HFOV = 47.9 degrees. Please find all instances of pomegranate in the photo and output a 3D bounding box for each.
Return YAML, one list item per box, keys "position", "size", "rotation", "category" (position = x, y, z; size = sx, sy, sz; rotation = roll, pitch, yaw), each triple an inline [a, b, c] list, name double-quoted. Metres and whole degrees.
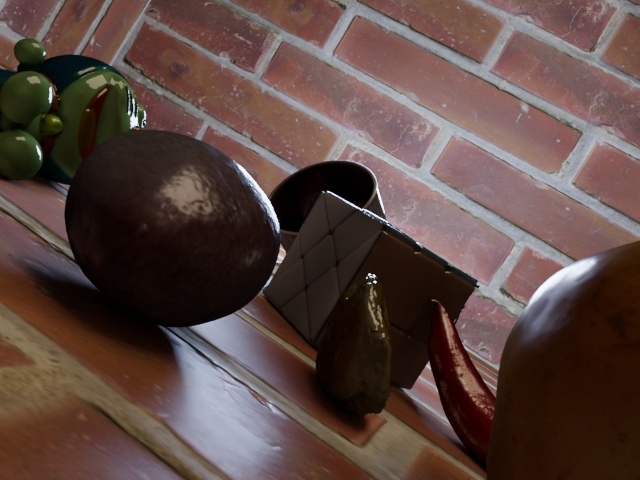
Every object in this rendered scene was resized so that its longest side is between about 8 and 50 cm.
- position: [0.357, 0.193, 0.663]
  size: [0.416, 0.417, 0.416]
  rotation: [32, 3, -2]
  category: "pomegranate"

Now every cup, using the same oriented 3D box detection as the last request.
- position: [0.006, 0.011, 1.457]
  size: [0.208, 0.288, 0.273]
  rotation: [-114, 180, -48]
  category: "cup"

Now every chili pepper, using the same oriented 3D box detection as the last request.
- position: [0.241, 0.244, 1.029]
  size: [0.092, 0.137, 0.368]
  rotation: [-6, 35, -33]
  category: "chili pepper"

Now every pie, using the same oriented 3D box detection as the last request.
- position: [0.045, 0.120, 0.864]
  size: [0.079, 0.163, 0.193]
  rotation: [12, -1, -8]
  category: "pie"

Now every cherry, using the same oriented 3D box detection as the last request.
- position: [-0.147, -0.012, 0.715]
  size: [0.213, 0.183, 0.266]
  rotation: [28, 0, 4]
  category: "cherry"

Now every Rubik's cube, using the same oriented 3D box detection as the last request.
- position: [0.079, 0.081, 1.221]
  size: [0.224, 0.221, 0.231]
  rotation: [29, 3, -32]
  category: "Rubik's cube"

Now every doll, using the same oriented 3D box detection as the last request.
- position: [-0.390, -0.184, 1.075]
  size: [0.186, 0.198, 0.322]
  rotation: [19, 7, 21]
  category: "doll"
